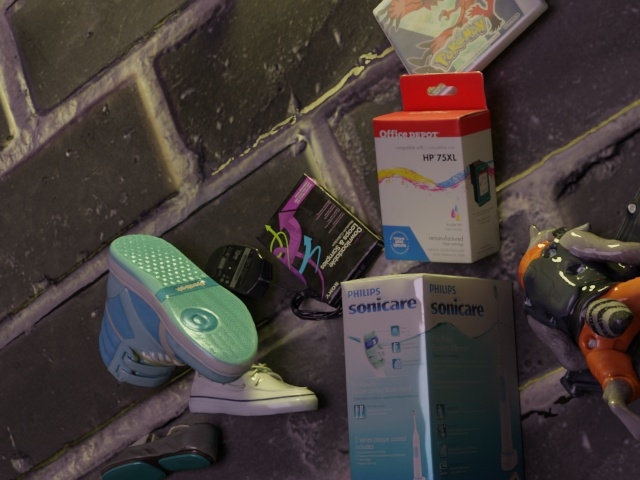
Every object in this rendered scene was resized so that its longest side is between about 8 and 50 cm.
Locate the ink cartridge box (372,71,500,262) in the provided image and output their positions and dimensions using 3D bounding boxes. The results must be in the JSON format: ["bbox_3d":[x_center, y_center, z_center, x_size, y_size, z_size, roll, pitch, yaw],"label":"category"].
[{"bbox_3d":[0.145,-0.092,1.958,0.134,0.078,0.231,1,103,37],"label":"ink cartridge box"}]

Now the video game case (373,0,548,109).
[{"bbox_3d":[0.176,-0.298,2.001,0.201,0.023,0.183,-43,56,25],"label":"video game case"}]

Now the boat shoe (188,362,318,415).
[{"bbox_3d":[-0.100,0.204,2.150,0.226,0.083,0.075,-5,85,37],"label":"boat shoe"}]

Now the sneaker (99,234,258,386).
[{"bbox_3d":[-0.205,0.151,2.186,0.319,0.127,0.208,44,129,43],"label":"sneaker"}]

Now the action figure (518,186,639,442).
[{"bbox_3d":[0.334,0.033,1.755,0.330,0.178,0.341,36,109,64],"label":"action figure"}]

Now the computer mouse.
[{"bbox_3d":[-0.061,0.062,2.165,0.242,0.041,0.071,21,81,31],"label":"computer mouse"}]

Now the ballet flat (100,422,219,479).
[{"bbox_3d":[-0.231,0.309,2.262,0.213,0.072,0.068,-18,49,34],"label":"ballet flat"}]

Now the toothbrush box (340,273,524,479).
[{"bbox_3d":[0.140,0.193,1.889,0.126,0.216,0.295,-6,84,36],"label":"toothbrush box"}]

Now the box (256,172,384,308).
[{"bbox_3d":[0.000,0.000,2.111,0.162,0.029,0.116,41,99,30],"label":"box"}]
